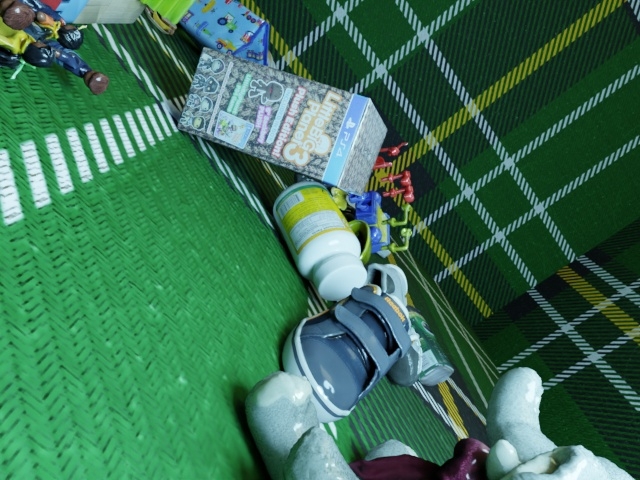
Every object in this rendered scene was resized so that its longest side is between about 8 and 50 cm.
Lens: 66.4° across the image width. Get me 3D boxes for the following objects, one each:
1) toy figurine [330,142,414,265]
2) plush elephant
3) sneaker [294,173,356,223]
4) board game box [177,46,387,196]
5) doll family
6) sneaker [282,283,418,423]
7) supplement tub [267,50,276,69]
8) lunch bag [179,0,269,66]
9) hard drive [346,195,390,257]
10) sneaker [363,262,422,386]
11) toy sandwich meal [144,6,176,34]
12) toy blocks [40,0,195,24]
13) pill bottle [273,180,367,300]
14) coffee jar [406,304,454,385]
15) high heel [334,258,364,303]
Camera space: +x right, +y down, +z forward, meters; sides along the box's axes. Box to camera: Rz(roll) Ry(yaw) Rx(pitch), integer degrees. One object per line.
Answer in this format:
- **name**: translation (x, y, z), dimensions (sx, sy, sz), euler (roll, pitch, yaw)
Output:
- **toy figurine**: translation (0.146, -0.035, 1.166), dimensions (0.217, 0.192, 0.362), euler (61, 25, -45)
- **plush elephant**: translation (0.123, 0.214, 0.372), dimensions (0.272, 0.255, 0.330), euler (46, 14, -30)
- **sneaker**: translation (-0.001, -0.118, 1.296), dimensions (0.130, 0.109, 0.286), euler (50, 1, 38)
- **board game box**: translation (-0.053, -0.197, 0.862), dimensions (0.291, 0.141, 0.232), euler (21, 6, 12)
- **doll family**: translation (-0.280, -0.202, 0.479), dimensions (0.111, 0.076, 0.193), euler (33, 18, 0)
- **sneaker**: translation (0.052, 0.132, 0.671), dimensions (0.126, 0.128, 0.321), euler (55, 13, 4)
- **supplement tub**: translation (-0.241, -0.587, 1.577), dimensions (0.144, 0.144, 0.200), euler (57, 13, 20)
- **lunch bag**: translation (-0.250, -0.510, 1.324), dimensions (0.221, 0.138, 0.293), euler (40, -11, 9)
- **hard drive**: translation (0.122, -0.078, 1.731), dimensions (0.233, 0.047, 0.353), euler (59, 13, 28)
- **sneaker**: translation (0.112, 0.147, 0.873), dimensions (0.132, 0.086, 0.228), euler (23, 54, -59)
- **toy sandwich meal**: translation (-0.377, -0.522, 1.151), dimensions (0.085, 0.029, 0.085), euler (50, 12, -15)
- **toy blocks**: translation (-0.360, -0.397, 0.559), dimensions (0.381, 0.191, 0.261), euler (47, 23, -12)
- **pill bottle**: translation (0.000, 0.000, 0.865), dimensions (0.118, 0.118, 0.208), euler (39, 17, -48)
- **coffee jar**: translation (0.226, 0.237, 1.131), dimensions (0.096, 0.079, 0.184), euler (36, 21, -45)
- **high heel**: translation (0.028, 0.055, 0.986), dimensions (0.117, 0.082, 0.244), euler (100, -30, -60)
